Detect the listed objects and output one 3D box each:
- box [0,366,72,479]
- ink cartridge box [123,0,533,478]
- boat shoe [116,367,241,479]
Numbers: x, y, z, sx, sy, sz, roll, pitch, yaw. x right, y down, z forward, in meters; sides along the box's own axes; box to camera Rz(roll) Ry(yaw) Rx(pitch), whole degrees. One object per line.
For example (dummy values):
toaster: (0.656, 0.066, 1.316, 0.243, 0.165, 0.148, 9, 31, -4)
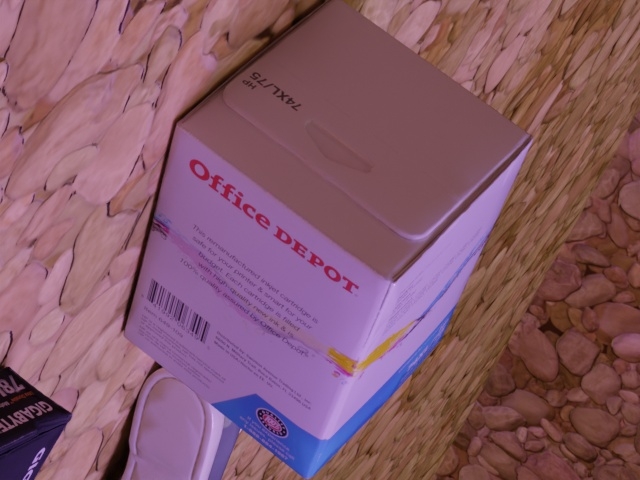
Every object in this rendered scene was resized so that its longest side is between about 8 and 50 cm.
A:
box: (-0.321, 0.242, 1.317, 0.295, 0.073, 0.293, -57, 165, 18)
ink cartridge box: (0.000, 0.000, 1.522, 0.197, 0.198, 0.270, -43, 164, -36)
boat shoe: (-0.133, 0.228, 1.826, 0.099, 0.116, 0.319, -32, 150, -49)
